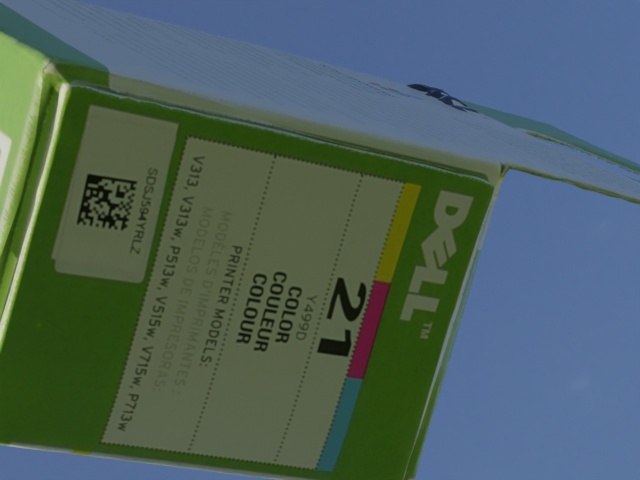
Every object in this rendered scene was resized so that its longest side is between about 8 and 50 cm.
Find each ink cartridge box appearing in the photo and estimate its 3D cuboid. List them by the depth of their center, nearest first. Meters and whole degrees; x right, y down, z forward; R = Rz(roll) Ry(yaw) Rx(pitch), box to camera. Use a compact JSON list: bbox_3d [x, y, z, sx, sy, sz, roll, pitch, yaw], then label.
[{"bbox_3d":[0.000,0.000,0.543,0.255,0.189,0.097,12,-79,-27],"label":"ink cartridge box"}]
